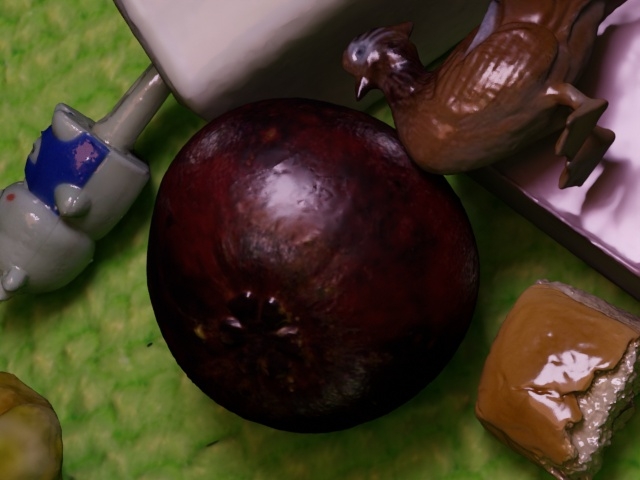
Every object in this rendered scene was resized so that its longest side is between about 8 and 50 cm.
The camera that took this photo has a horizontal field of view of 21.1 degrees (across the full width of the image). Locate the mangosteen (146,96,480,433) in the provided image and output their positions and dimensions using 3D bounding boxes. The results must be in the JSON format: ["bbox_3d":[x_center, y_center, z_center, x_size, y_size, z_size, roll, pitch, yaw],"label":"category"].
[{"bbox_3d":[0.000,0.000,1.198,0.235,0.235,0.261,0,31,21],"label":"mangosteen"}]

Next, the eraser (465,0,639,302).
[{"bbox_3d":[0.283,-0.136,1.168,0.272,0.122,0.359,38,88,28],"label":"eraser"}]

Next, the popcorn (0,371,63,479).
[{"bbox_3d":[-0.358,0.185,1.212,0.334,0.292,0.293,28,47,1],"label":"popcorn"}]

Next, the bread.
[{"bbox_3d":[0.164,0.094,1.160,0.106,0.082,0.125,26,87,19],"label":"bread"}]

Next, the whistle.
[{"bbox_3d":[-0.186,-0.048,1.323,0.092,0.110,0.244,35,97,-11],"label":"whistle"}]

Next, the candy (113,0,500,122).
[{"bbox_3d":[0.041,-0.219,1.233,0.359,0.208,0.145,-34,66,7],"label":"candy"}]

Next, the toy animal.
[{"bbox_3d":[0.118,-0.121,1.115,0.179,0.089,0.188,36,77,26],"label":"toy animal"}]
